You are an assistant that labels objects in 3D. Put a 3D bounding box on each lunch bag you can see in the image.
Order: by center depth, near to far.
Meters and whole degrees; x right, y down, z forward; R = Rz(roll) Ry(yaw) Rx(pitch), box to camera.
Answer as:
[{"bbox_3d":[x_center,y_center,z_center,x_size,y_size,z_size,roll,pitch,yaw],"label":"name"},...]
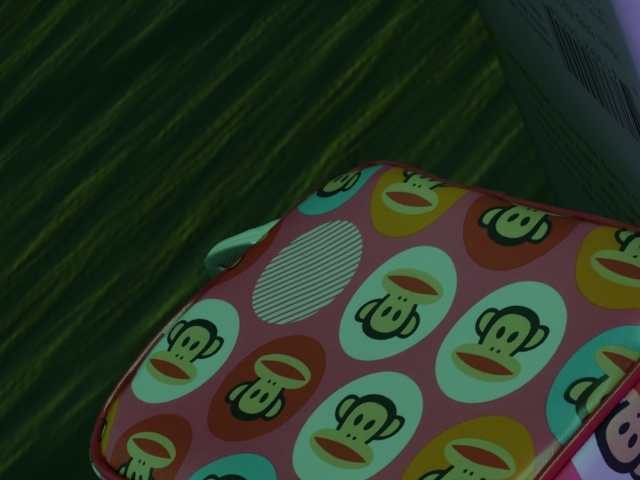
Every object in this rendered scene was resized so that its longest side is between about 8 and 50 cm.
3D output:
[{"bbox_3d":[0.028,0.096,0.821,0.258,0.120,0.293,-46,34,-17],"label":"lunch bag"}]

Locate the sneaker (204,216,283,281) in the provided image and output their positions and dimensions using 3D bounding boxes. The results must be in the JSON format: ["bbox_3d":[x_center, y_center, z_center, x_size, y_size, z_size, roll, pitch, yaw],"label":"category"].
[{"bbox_3d":[0.000,0.000,1.144,0.152,0.054,0.061,-13,33,12],"label":"sneaker"}]

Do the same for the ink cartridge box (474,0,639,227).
[{"bbox_3d":[0.189,-0.094,0.857,0.160,0.385,0.279,-29,39,-2],"label":"ink cartridge box"}]
